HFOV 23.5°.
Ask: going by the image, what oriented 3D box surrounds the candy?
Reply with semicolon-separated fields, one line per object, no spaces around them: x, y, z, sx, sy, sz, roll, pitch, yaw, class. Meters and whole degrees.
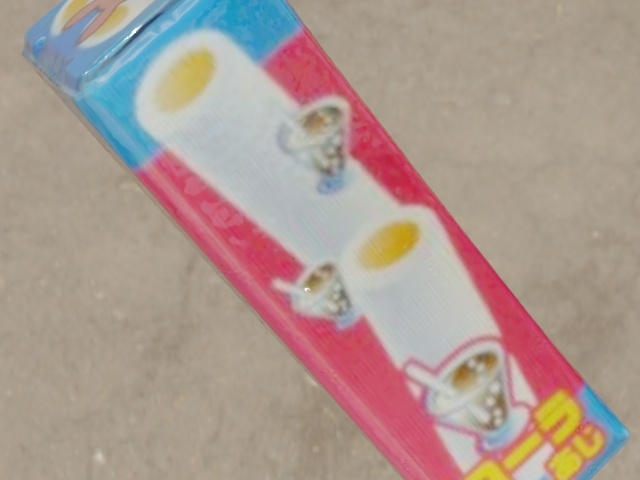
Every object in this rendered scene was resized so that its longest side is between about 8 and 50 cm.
0.001;-0.001;0.723;0.100;0.306;0.157;-43;23;-3;candy
